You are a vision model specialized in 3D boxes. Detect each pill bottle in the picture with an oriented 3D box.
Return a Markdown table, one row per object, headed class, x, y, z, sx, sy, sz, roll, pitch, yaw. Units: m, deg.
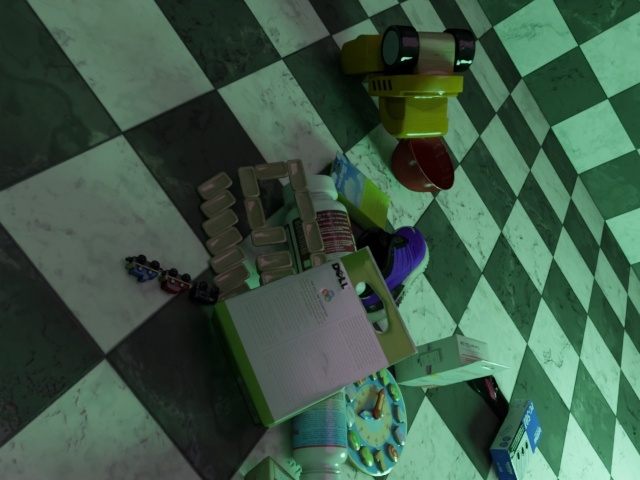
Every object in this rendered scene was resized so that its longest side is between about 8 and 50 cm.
| class | x | y | z | sx | sy | sz | roll | pitch | yaw |
| --- | --- | --- | --- | --- | --- | --- | --- | --- | --- |
| pill bottle | -0.002 | 0.304 | 0.930 | 0.087 | 0.087 | 0.160 | 23 | 53 | -39 |
| pill bottle | 0.000 | 0.000 | 1.074 | 0.121 | 0.121 | 0.221 | 5 | 66 | -47 |

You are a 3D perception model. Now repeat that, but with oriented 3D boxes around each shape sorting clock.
| class | x | y | z | sx | sy | sz | roll | pitch | yaw |
| --- | --- | --- | --- | --- | --- | --- | --- | --- | --- |
| shape sorting clock | 0.096 | 0.318 | 1.069 | 0.206 | 0.040 | 0.206 | 25 | 52 | -37 |

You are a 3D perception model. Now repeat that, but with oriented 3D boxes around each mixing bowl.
| class | x | y | z | sx | sy | sz | roll | pitch | yaw |
| --- | --- | --- | --- | --- | --- | --- | --- | --- | --- |
| mixing bowl | 0.242 | -0.190 | 1.468 | 0.181 | 0.098 | 0.181 | 26 | 52 | -38 |

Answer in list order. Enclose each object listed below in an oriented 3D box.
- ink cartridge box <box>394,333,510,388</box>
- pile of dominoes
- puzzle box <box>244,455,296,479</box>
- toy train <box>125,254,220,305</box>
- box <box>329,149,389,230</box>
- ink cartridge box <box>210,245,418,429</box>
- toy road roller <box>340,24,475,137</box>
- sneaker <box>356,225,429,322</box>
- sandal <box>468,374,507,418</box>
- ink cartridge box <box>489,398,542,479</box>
| class | x | y | z | sx | sy | sz | roll | pitch | yaw |
| --- | --- | --- | --- | --- | --- | --- | --- | --- | --- |
| ink cartridge box | 0.257 | 0.239 | 1.167 | 0.115 | 0.198 | 0.067 | 20 | 56 | -41 |
| pile of dominoes | -0.100 | -0.008 | 0.997 | 0.196 | 0.040 | 0.251 | -9 | 73 | -17 |
| puzzle box | 0.054 | 0.501 | 0.780 | 0.409 | 0.052 | 0.272 | 47 | 6 | -16 |
| toy train | -0.218 | 0.062 | 0.872 | 0.158 | 0.027 | 0.036 | 29 | 61 | -35 |
| box | 0.076 | -0.101 | 1.276 | 0.178 | 0.042 | 0.109 | 39 | 44 | -28 |
| ink cartridge box | -0.011 | 0.145 | 0.892 | 0.255 | 0.097 | 0.188 | -20 | 77 | -20 |
| toy road roller | 0.197 | -0.368 | 1.389 | 0.203 | 0.329 | 0.240 | -5 | 105 | -22 |
| sneaker | 0.138 | 0.024 | 1.198 | 0.293 | 0.102 | 0.146 | -53 | 130 | -48 |
| sandal | 0.406 | 0.351 | 1.395 | 0.179 | 0.040 | 0.067 | 49 | 42 | -17 |
| ink cartridge box | 0.462 | 0.468 | 1.379 | 0.207 | 0.046 | 0.097 | -33 | 106 | -51 |
